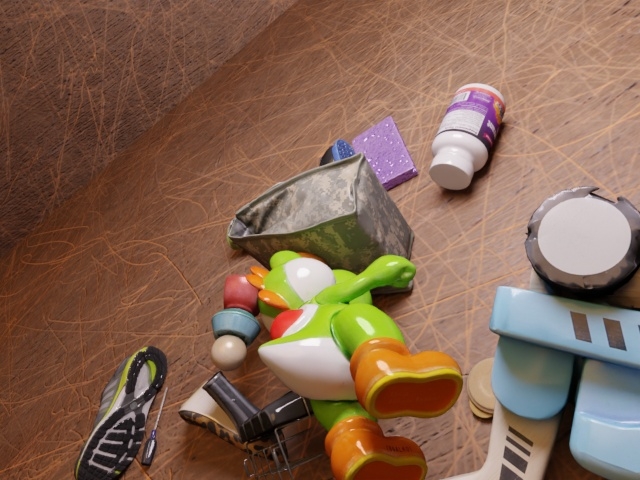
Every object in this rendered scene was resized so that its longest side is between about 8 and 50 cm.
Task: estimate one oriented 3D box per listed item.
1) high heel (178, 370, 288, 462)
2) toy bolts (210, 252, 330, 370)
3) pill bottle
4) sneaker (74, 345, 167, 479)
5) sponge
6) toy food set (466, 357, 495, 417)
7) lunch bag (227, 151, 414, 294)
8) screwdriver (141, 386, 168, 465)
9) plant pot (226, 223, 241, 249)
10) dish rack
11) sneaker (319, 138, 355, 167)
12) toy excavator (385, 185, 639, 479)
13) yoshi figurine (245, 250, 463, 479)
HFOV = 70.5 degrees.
[{"bbox_3d":[-0.165,0.344,0.833,0.093,0.186,0.261,-43,-2,-36],"label":"high heel"},{"bbox_3d":[-0.080,0.143,0.768,0.228,0.218,0.159,3,49,6],"label":"toy bolts"},{"bbox_3d":[0.281,-0.199,0.882,0.108,0.108,0.194,7,61,43],"label":"pill bottle"},{"bbox_3d":[-0.449,0.387,1.012,0.121,0.111,0.300,-19,39,41],"label":"sneaker"},{"bbox_3d":[0.144,-0.197,1.055,0.117,0.031,0.210,-29,43,19],"label":"sponge"},{"bbox_3d":[0.247,0.204,0.633,0.082,0.020,0.083,-18,46,27],"label":"toy food set"},{"bbox_3d":[0.000,0.000,0.846,0.286,0.235,0.169,-15,46,29],"label":"lunch bag"},{"bbox_3d":[-0.356,0.394,0.975,0.025,0.024,0.170,-5,46,1],"label":"screwdriver"},{"bbox_3d":[-0.178,-0.011,1.139,0.079,0.083,0.083,10,63,30],"label":"plant pot"},{"bbox_3d":[-0.029,0.349,0.604,0.272,0.074,0.208,67,151,20],"label":"dish rack"},{"bbox_3d":[0.041,-0.124,1.053,0.090,0.081,0.233,-41,40,43],"label":"sneaker"},{"bbox_3d":[0.260,0.186,0.502,0.432,0.222,0.446,9,79,33],"label":"toy excavator"},{"bbox_3d":[0.037,0.118,0.574,0.203,0.203,0.362,-31,31,-8],"label":"yoshi figurine"}]
